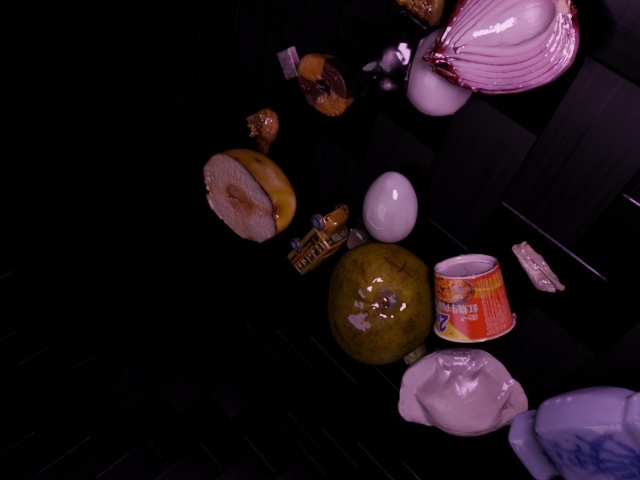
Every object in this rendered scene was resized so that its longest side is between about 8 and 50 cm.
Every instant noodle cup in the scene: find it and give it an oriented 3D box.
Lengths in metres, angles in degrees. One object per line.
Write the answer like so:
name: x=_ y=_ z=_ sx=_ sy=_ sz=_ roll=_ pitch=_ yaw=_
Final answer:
instant noodle cup: x=0.386 y=0.140 z=1.451 sx=0.213 sy=0.213 sz=0.174 roll=7 pitch=114 yaw=50

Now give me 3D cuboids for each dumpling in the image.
dumpling: x=0.416 y=0.441 z=1.645 sx=0.341 sy=0.181 sz=0.260 roll=5 pitch=108 yaw=32

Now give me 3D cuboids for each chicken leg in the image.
chicken leg: x=-0.196 y=-0.357 z=1.882 sx=0.207 sy=0.101 sz=0.085 roll=113 pitch=149 yaw=-62

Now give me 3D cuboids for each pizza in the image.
pizza: x=0.210 y=-0.546 z=1.225 sx=0.134 sy=0.046 sz=0.175 roll=-4 pitch=115 yaw=53

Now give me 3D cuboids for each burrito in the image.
burrito: x=0.517 y=0.067 z=1.347 sx=0.149 sy=0.041 sz=0.055 roll=53 pitch=134 yaw=6

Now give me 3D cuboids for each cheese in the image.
cheese: x=0.126 y=0.025 z=1.817 sx=0.092 sy=0.047 sz=0.171 roll=37 pitch=143 yaw=31

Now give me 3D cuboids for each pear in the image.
pear: x=-0.222 y=-0.178 z=1.965 sx=0.386 sy=0.191 sz=0.340 roll=25 pitch=137 yaw=34
pear: x=0.176 y=0.175 z=1.610 sx=0.352 sy=0.352 sz=0.413 roll=52 pitch=180 yaw=8

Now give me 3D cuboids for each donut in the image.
donut: x=0.022 y=-0.432 z=1.543 sx=0.184 sy=0.073 sz=0.166 roll=34 pitch=140 yaw=30

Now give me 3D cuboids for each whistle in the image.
whistle: x=0.313 y=0.349 z=1.807 sx=0.141 sy=0.141 sz=0.294 roll=-48 pitch=60 yaw=56

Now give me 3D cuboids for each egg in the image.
egg: x=0.190 y=-0.090 z=1.540 sx=0.151 sy=0.151 sz=0.209 roll=29 pitch=137 yaw=36

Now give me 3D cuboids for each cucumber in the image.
cucumber: x=0.143 y=-0.453 z=1.385 sx=0.056 sy=0.056 sz=0.284 roll=51 pitch=143 yaw=9

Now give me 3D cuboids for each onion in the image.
onion: x=0.338 y=-0.386 z=1.076 sx=0.283 sy=0.120 sz=0.227 roll=-10 pitch=93 yaw=26

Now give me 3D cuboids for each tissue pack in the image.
tissue pack: x=-0.089 y=-0.519 z=1.649 sx=0.063 sy=0.035 sz=0.083 roll=0 pitch=118 yaw=52

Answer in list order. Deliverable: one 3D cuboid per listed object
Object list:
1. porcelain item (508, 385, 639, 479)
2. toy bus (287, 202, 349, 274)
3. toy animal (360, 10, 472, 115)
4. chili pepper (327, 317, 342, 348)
porcelain item: x=0.668 y=0.479 z=1.376 sx=0.243 sy=0.178 sz=0.405 roll=54 pitch=145 yaw=6
toy bus: x=0.000 y=0.000 z=1.883 sx=0.123 sy=0.121 sz=0.335 roll=57 pitch=149 yaw=7
toy animal: x=0.228 y=-0.375 z=1.231 sx=0.235 sy=0.165 sz=0.187 roll=26 pitch=155 yaw=18
chili pepper: x=0.093 y=0.333 z=2.103 sx=0.072 sy=0.073 sz=0.204 roll=10 pitch=139 yaw=27
